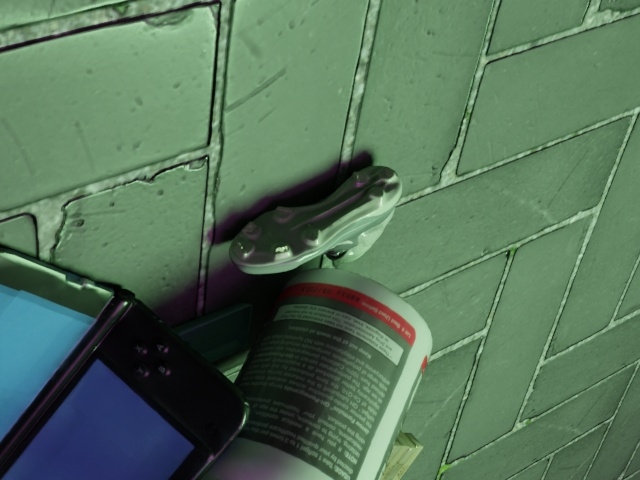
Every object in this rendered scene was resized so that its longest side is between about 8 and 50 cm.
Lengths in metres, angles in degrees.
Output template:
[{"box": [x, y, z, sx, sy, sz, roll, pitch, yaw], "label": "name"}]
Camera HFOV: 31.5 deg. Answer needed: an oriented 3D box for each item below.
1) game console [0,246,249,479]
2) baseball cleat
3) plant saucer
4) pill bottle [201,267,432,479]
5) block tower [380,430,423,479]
[{"box": [-0.254, 0.186, 1.006, 0.293, 0.250, 0.173, -51, 173, 9], "label": "game console"}, {"box": [0.000, 0.000, 1.157, 0.205, 0.072, 0.109, -25, 147, -22], "label": "baseball cleat"}, {"box": [-0.155, 0.116, 1.164, 0.192, 0.018, 0.067, -20, 140, -31], "label": "plant saucer"}, {"box": [-0.019, 0.200, 1.140, 0.176, 0.176, 0.319, 78, 32, -52], "label": "pill bottle"}, {"box": [-0.013, 0.257, 1.403, 0.335, 0.097, 0.091, 15, 115, -51], "label": "block tower"}]
